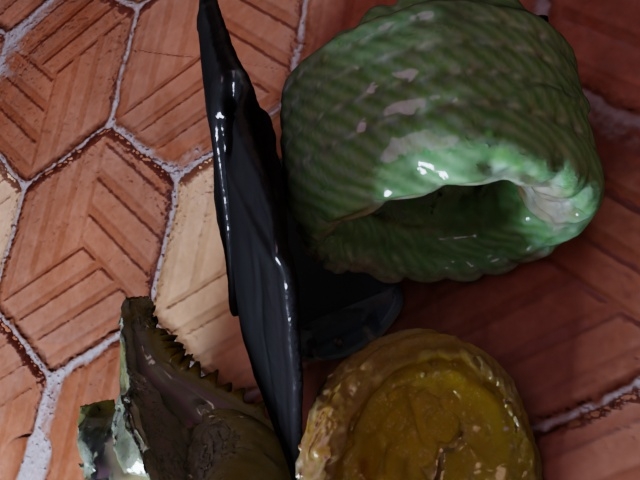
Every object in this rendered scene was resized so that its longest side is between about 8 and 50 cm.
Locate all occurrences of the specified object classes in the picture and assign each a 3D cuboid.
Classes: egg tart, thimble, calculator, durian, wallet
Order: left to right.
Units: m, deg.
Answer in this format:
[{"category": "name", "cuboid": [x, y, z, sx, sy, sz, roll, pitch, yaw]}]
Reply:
[{"category": "durian", "cuboid": [-0.109, 0.182, 0.616, 0.172, 0.166, 0.306, -39, 47, 12]}, {"category": "wallet", "cuboid": [-0.055, -0.015, 0.590, 0.041, 0.247, 0.323, -10, 43, -14]}, {"category": "calculator", "cuboid": [0.000, 0.000, 0.688, 0.121, 0.039, 0.210, -25, 61, 21]}, {"category": "egg tart", "cuboid": [0.061, 0.157, 0.537, 0.074, 0.191, 0.191, 158, 124, -65]}, {"category": "thimble", "cuboid": [0.077, -0.065, 0.556, 0.219, 0.219, 0.150, -17, 64, 27]}]
